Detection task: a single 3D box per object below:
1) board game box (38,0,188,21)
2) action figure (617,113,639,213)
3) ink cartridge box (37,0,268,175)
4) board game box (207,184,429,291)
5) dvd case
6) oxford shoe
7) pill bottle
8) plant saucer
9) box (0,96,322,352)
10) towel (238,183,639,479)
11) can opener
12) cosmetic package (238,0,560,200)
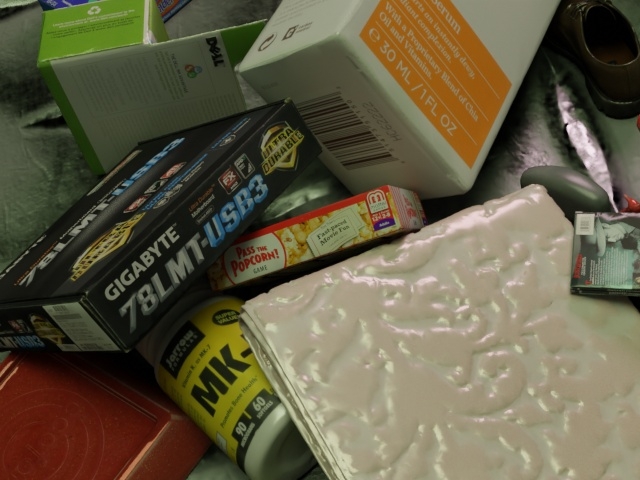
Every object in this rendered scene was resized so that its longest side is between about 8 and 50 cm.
[{"bbox_3d":[-0.263,-0.357,1.381,0.160,0.047,0.210,31,66,30],"label":"board game box"},{"bbox_3d":[0.409,-0.019,0.970,0.280,0.139,0.091,44,70,10],"label":"action figure"},{"bbox_3d":[-0.171,-0.190,1.153,0.255,0.189,0.097,-11,52,3],"label":"ink cartridge box"},{"bbox_3d":[0.000,0.000,0.980,0.193,0.147,0.045,-19,85,15],"label":"board game box"},{"bbox_3d":[0.288,0.012,0.894,0.119,0.013,0.087,2,55,16],"label":"dvd case"},{"bbox_3d":[0.314,-0.252,1.145,0.083,0.096,0.227,-24,52,-3],"label":"oxford shoe"},{"bbox_3d":[-0.083,0.127,0.948,0.119,0.119,0.208,-42,56,-17],"label":"pill bottle"},{"bbox_3d":[-0.274,0.216,0.973,0.259,0.048,0.258,25,64,26],"label":"plant saucer"},{"bbox_3d":[-0.184,-0.010,0.989,0.293,0.073,0.295,-5,36,50],"label":"box"},{"bbox_3d":[0.143,0.124,0.862,0.332,0.053,0.317,-21,64,-22],"label":"towel"},{"bbox_3d":[0.307,0.003,0.949,0.280,0.093,0.074,20,50,36],"label":"can opener"},{"bbox_3d":[0.128,-0.282,1.100,0.161,0.230,0.453,-8,46,49],"label":"cosmetic package"}]
